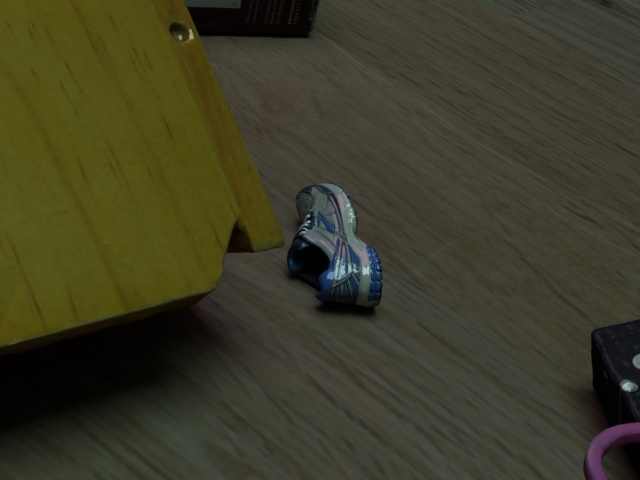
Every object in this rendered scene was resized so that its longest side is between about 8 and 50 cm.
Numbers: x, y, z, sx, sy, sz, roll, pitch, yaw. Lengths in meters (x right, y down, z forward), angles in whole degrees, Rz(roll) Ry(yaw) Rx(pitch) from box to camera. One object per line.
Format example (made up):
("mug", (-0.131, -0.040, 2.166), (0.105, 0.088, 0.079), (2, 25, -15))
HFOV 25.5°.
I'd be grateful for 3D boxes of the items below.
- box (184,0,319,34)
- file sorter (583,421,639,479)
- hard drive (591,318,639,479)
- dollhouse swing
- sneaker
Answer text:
("box", (-0.102, -0.328, 1.434), (0.167, 0.168, 0.203), (-3, 36, -23))
("file sorter", (0.179, 0.230, 0.556), (0.202, 0.290, 0.182), (0, 31, -20))
("hard drive", (0.332, 0.153, 0.877), (0.237, 0.064, 0.339), (-13, 34, -4))
("dollhouse swing", (-0.284, -0.031, 0.961), (0.347, 0.305, 0.315), (-14, 76, -40))
("sneaker", (0.000, 0.000, 1.072), (0.058, 0.052, 0.135), (-5, 36, -20))
